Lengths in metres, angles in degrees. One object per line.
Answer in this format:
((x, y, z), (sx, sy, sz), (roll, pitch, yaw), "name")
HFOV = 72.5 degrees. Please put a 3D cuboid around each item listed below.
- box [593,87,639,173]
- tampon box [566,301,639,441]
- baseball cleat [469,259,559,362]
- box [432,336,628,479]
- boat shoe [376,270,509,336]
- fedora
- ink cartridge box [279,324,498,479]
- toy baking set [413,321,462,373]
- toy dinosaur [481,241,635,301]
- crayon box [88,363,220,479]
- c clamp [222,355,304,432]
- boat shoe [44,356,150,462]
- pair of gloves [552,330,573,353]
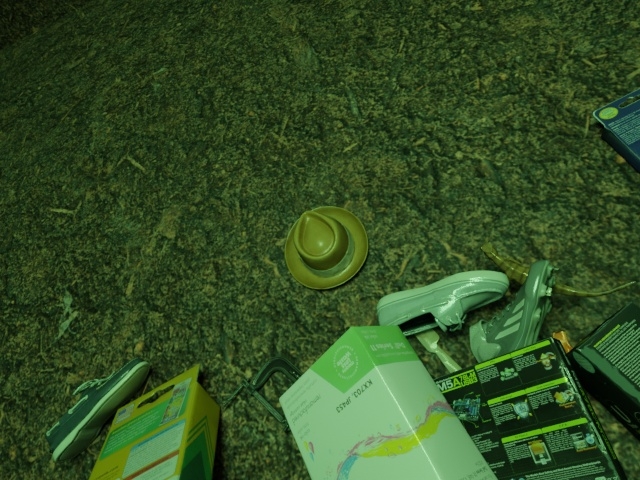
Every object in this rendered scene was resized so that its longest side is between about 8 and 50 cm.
((0.604, -0.174, 0.757), (0.137, 0.036, 0.225), (-27, 59, 6), "box")
((0.430, 0.185, 0.583), (0.101, 0.120, 0.161), (-39, 61, -3), "tampon box")
((0.285, 0.122, 0.665), (0.110, 0.072, 0.205), (16, 101, 41), "baseball cleat")
((0.266, 0.250, 0.589), (0.191, 0.045, 0.184), (-34, 51, 30), "box")
((0.203, 0.117, 0.729), (0.228, 0.079, 0.081), (-20, 48, 25), "boat shoe")
((0.000, 0.000, 0.882), (0.195, 0.079, 0.194), (-10, 60, 17), "fedora")
((0.102, 0.319, 0.603), (0.207, 0.119, 0.353), (-51, 51, 25), "ink cartridge box")
((0.174, 0.264, 0.703), (0.197, 0.030, 0.256), (17, 71, 28), "toy baking set")
((0.348, 0.069, 0.687), (0.212, 0.112, 0.064), (23, 73, 29), "toy dinosaur")
((-0.281, 0.378, 0.731), (0.203, 0.083, 0.323), (-30, 23, 5), "crayon box")
((-0.082, 0.289, 0.800), (0.161, 0.022, 0.137), (25, 70, 32), "c clamp")
((-0.453, 0.327, 0.885), (0.079, 0.095, 0.254), (41, 93, 22), "boat shoe")
((0.354, 0.182, 0.686), (0.084, 0.010, 0.074), (-10, 63, 19), "pair of gloves")
